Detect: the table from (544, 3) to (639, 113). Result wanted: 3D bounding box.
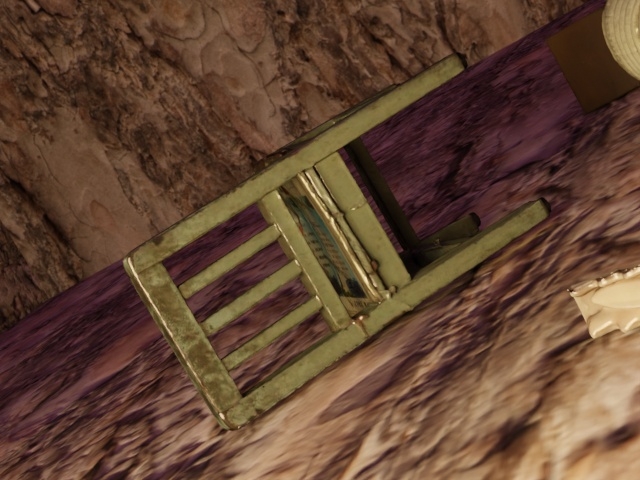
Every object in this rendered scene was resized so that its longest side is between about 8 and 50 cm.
[{"bbox_3d":[0.279,-0.183,1.230,0.070,0.083,0.082,-28,3,33],"label":"table"}]

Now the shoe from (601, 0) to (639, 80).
[{"bbox_3d":[0.387,-0.223,0.940,0.342,0.132,0.210,-33,11,7],"label":"shoe"}]

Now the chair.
[{"bbox_3d":[0.000,0.000,0.866,0.270,0.136,0.147,-34,7,-16],"label":"chair"}]

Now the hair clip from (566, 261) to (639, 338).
[{"bbox_3d":[0.167,0.017,0.493,0.072,0.034,0.226,-28,5,-12],"label":"hair clip"}]
